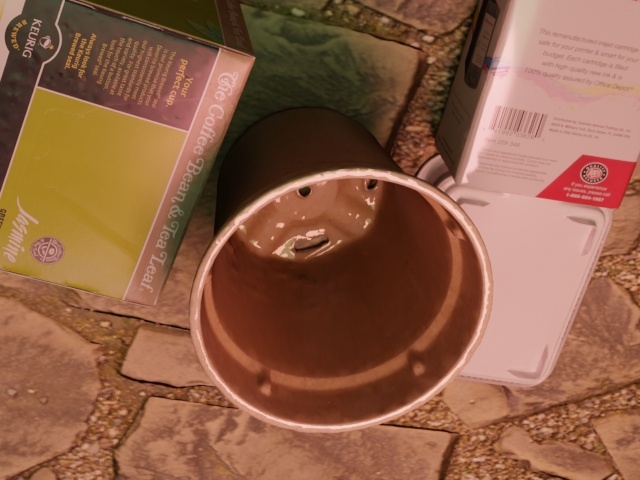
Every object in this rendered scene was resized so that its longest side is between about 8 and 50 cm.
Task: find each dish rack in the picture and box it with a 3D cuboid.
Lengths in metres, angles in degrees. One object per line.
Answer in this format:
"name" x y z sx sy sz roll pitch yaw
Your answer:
"dish rack" 0.230 0.057 1.781 0.285 0.072 0.333 10 116 -14

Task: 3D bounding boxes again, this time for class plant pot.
"plant pot" 0.000 0.000 1.570 0.333 0.305 0.334 -5 120 -8

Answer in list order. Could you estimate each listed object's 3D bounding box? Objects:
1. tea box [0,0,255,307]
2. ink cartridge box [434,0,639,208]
"tea box" -0.283 -0.145 1.488 0.323 0.220 0.329 17 115 -18
"ink cartridge box" 0.291 -0.209 1.608 0.226 0.131 0.306 9 115 -14
